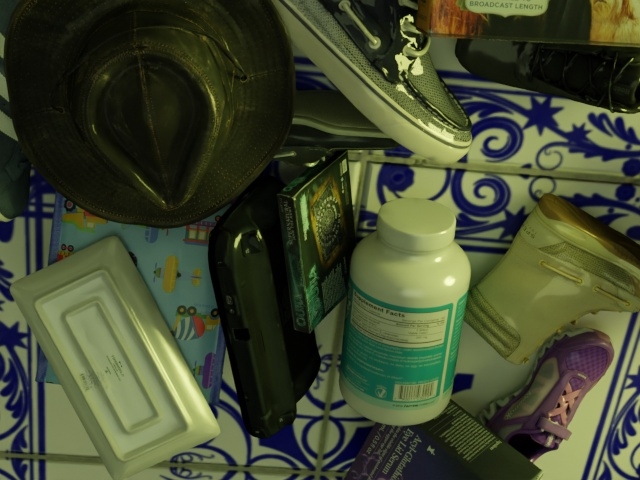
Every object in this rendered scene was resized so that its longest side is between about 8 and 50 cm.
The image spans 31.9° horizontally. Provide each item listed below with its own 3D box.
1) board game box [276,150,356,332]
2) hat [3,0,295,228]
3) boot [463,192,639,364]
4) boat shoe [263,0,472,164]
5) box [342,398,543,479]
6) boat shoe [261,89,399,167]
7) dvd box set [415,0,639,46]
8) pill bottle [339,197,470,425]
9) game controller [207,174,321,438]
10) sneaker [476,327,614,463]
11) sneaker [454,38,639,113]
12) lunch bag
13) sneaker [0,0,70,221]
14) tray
[{"bbox_3d":[0.000,0.000,1.329,0.026,0.126,0.186,12,124,29],"label":"board game box"},{"bbox_3d":[-0.162,-0.125,1.128,0.331,0.134,0.331,-7,125,-10],"label":"hat"},{"bbox_3d":[0.322,0.084,1.406,0.262,0.095,0.203,30,114,-17],"label":"boot"},{"bbox_3d":[0.076,-0.232,1.189,0.340,0.127,0.158,38,119,-21],"label":"boat shoe"},{"bbox_3d":[0.158,0.310,1.467,0.207,0.108,0.153,36,119,22],"label":"box"},{"bbox_3d":[-0.017,-0.124,1.282,0.233,0.084,0.079,2,129,0],"label":"boat shoe"},{"bbox_3d":[0.264,-0.402,1.084,0.308,0.062,0.420,2,108,-9],"label":"dvd box set"},{"bbox_3d":[0.103,0.084,1.367,0.146,0.146,0.264,3,120,-4],"label":"pill bottle"},{"bbox_3d":[-0.063,0.084,1.348,0.067,0.166,0.319,4,125,18],"label":"game controller"},{"bbox_3d":[0.306,0.220,1.481,0.095,0.104,0.236,32,113,-18],"label":"sneaker"},{"bbox_3d":[0.291,-0.197,1.223,0.286,0.130,0.109,4,123,-4],"label":"sneaker"},{"bbox_3d":[-0.209,0.029,1.343,0.221,0.138,0.293,8,110,-4],"label":"lunch bag"},{"bbox_3d":[-0.300,-0.173,1.206,0.148,0.131,0.350,8,119,-2],"label":"sneaker"},{"bbox_3d":[-0.238,0.143,1.297,0.145,0.030,0.270,-25,100,4],"label":"tray"}]
